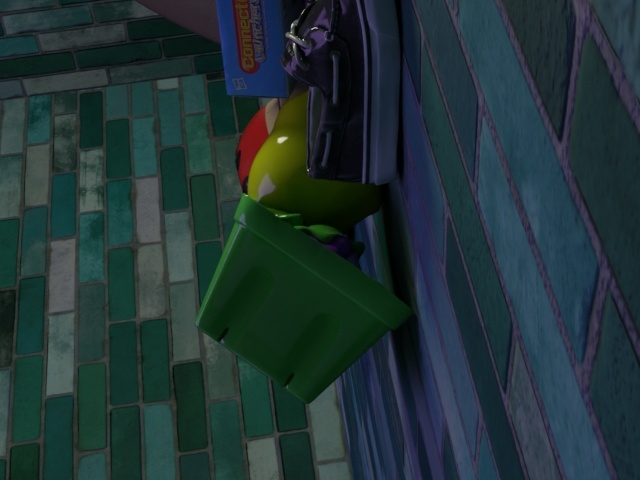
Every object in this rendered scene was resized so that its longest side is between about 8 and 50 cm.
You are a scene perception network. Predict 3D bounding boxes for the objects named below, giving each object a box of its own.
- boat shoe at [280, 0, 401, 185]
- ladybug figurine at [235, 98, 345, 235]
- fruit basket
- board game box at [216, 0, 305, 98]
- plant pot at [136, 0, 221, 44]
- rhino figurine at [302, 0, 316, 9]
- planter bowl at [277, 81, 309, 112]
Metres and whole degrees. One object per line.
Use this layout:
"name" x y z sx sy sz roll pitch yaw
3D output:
"boat shoe" 0.018 -0.190 1.213 0.121 0.119 0.335 -102 5 -54
"ladybug figurine" -0.063 -0.113 2.206 0.449 0.161 0.305 -103 -8 -73
"fruit basket" 0.000 0.000 1.499 0.392 0.283 0.392 -55 -1 -1
"board game box" -0.058 -0.392 1.547 0.302 0.086 0.308 -68 -22 -54
"plant pot" -0.186 -0.440 1.888 0.256 0.274 0.257 12 -90 -86
"rhino figurine" 0.015 -0.298 1.429 0.243 0.073 0.106 -98 8 -57
"planter bowl" -0.008 -0.183 1.857 0.162 0.109 0.162 172 90 -88
